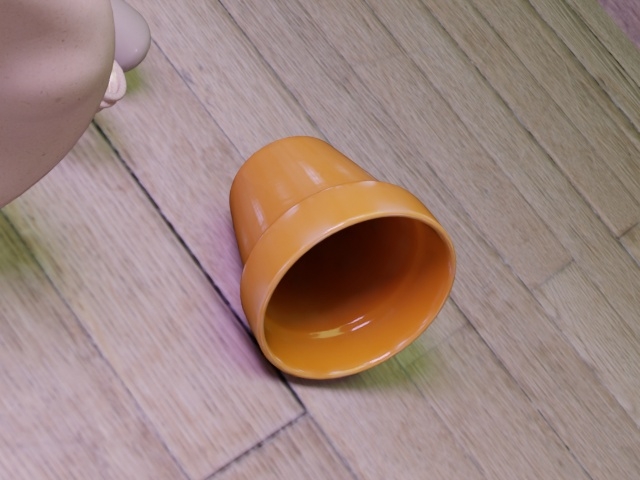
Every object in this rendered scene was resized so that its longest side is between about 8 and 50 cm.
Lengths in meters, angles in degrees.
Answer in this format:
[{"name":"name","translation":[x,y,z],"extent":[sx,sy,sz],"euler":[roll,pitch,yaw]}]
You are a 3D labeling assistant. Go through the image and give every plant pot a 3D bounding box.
[{"name":"plant pot","translation":[0.000,0.000,1.094],"extent":[0.205,0.205,0.188],"euler":[14,29,-38]}]

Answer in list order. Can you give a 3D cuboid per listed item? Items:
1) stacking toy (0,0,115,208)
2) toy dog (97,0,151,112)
[{"name":"stacking toy","translation":[-0.386,-0.247,0.776],"extent":[0.351,0.350,0.479],"euler":[-4,57,-49]},{"name":"toy dog","translation":[-0.331,-0.240,1.048],"extent":[0.333,0.161,0.220],"euler":[47,28,-25]}]
